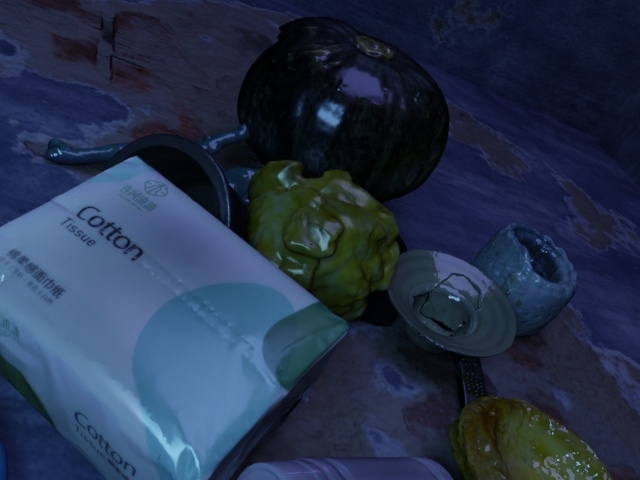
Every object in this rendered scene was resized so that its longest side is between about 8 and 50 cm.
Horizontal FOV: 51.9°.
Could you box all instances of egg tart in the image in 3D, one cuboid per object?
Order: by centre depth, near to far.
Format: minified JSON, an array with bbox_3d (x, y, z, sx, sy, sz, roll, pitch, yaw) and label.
[{"bbox_3d":[0.296,0.352,0.920,0.294,0.123,0.294,26,28,-15],"label":"egg tart"}]

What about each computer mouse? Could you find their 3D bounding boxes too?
[{"bbox_3d":[0.084,0.030,1.234,0.168,0.087,0.295,25,34,-10],"label":"computer mouse"}]

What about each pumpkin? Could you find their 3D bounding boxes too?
[{"bbox_3d":[0.045,-0.251,1.360,0.455,0.344,0.454,20,27,-11],"label":"pumpkin"}]

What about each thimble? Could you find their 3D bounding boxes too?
[{"bbox_3d":[0.420,0.080,1.375,0.205,0.172,0.250,42,30,14],"label":"thimble"}]

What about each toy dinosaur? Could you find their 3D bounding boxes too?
[{"bbox_3d":[-0.231,-0.084,1.139,0.383,0.129,0.331,44,43,18],"label":"toy dinosaur"}]

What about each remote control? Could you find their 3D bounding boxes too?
[{"bbox_3d":[0.258,0.235,1.147,0.059,0.028,0.212,21,31,-10],"label":"remote control"}]

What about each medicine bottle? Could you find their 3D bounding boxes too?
[{"bbox_3d":[0.033,0.304,0.719,0.250,0.133,0.133,17,33,-38],"label":"medicine bottle"}]

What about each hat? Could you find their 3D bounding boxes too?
[{"bbox_3d":[0.209,0.139,1.163,0.252,0.110,0.252,13,39,-11],"label":"hat"}]

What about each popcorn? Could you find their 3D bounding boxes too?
[{"bbox_3d":[0.000,0.000,1.064,0.250,0.235,0.241,29,59,-36],"label":"popcorn"}]

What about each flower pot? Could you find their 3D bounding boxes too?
[{"bbox_3d":[-0.205,-0.033,0.980,0.235,0.235,0.148,40,12,15],"label":"flower pot"}]

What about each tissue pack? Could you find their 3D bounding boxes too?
[{"bbox_3d":[-0.188,0.105,0.746,0.356,0.193,0.266,38,48,13],"label":"tissue pack"}]

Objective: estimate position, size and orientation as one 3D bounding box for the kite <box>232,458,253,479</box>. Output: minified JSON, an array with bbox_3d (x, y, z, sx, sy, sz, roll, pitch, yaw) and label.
[{"bbox_3d":[-0.099,0.285,0.773,0.229,0.016,0.127,44,36,22],"label":"kite"}]

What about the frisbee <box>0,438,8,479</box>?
[{"bbox_3d":[-0.423,0.210,0.560,0.290,0.049,0.289,26,30,-16],"label":"frisbee"}]
